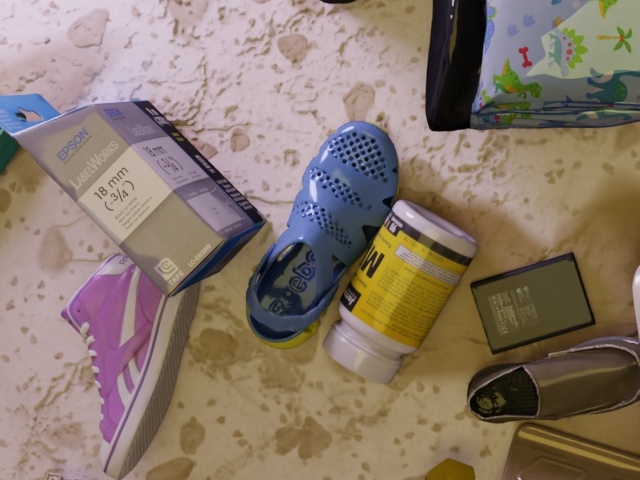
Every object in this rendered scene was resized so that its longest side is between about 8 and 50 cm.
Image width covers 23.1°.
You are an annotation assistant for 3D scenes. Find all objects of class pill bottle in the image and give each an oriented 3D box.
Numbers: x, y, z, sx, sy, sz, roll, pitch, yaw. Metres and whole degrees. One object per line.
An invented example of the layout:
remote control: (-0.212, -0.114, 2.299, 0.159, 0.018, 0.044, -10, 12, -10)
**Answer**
pill bottle: (0.095, 0.065, 1.930, 0.119, 0.119, 0.208, 31, 99, 5)

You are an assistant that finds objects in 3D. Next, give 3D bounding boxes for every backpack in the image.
backpack: (0.317, -0.255, 1.813, 0.356, 0.273, 0.290, 7, 90, -5)

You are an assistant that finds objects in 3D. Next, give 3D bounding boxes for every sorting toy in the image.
sorting toy: (0.269, 0.340, 1.919, 0.307, 0.041, 0.229, 17, 56, 7)

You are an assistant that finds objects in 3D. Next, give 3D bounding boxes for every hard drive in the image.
hard drive: (0.265, 0.079, 1.952, 0.135, 0.022, 0.094, -17, 93, 11)

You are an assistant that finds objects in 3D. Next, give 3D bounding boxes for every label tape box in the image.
label tape box: (-0.236, -0.095, 1.905, 0.333, 0.240, 0.106, 45, 101, 2)

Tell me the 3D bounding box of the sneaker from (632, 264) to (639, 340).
sneaker: (0.458, 0.183, 1.782, 0.148, 0.131, 0.350, -8, 100, 24)

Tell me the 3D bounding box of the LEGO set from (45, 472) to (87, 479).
LEGO set: (-0.251, 0.376, 2.046, 0.227, 0.093, 0.087, 9, 66, 13)

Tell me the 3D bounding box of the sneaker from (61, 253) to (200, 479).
sneaker: (-0.268, 0.156, 2.017, 0.161, 0.102, 0.282, 17, 88, 11)

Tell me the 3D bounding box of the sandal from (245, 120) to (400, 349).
sandal: (0.000, 0.000, 1.932, 0.126, 0.138, 0.317, 26, 98, 8)

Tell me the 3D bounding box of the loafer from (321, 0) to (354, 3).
loafer: (0.045, -0.430, 1.879, 0.109, 0.095, 0.302, 14, 107, 9)

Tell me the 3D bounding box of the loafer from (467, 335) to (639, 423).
loafer: (0.288, 0.182, 1.901, 0.251, 0.087, 0.094, -17, 92, 26)

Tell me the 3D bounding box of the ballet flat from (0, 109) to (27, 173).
ballet flat: (-0.467, -0.079, 2.038, 0.087, 0.083, 0.247, 37, 101, 29)
